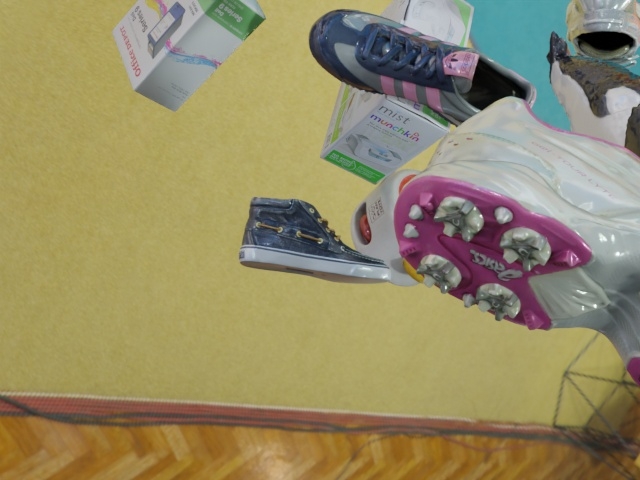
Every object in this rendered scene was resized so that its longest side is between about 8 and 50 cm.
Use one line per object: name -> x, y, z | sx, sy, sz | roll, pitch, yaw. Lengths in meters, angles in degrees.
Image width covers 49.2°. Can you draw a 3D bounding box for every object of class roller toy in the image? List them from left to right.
roller toy -> 0.163, -0.026, 1.278 | 0.146, 0.191, 0.209 | -44, 179, 44

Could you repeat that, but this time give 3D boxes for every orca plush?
orca plush -> 0.267, -0.063, 0.563 | 0.102, 0.287, 0.151 | -4, 124, 0

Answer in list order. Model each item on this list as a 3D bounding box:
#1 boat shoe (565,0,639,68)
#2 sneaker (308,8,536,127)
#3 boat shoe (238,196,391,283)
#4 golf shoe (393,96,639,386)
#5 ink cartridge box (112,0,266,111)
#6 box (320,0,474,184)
boat shoe -> 0.426, -0.315, 1.053 | 0.320, 0.118, 0.103 | 9, 89, -70
sneaker -> 0.144, -0.240, 0.942 | 0.319, 0.131, 0.112 | 17, 84, -14
boat shoe -> 0.000, 0.000, 0.821 | 0.183, 0.065, 0.083 | 10, 77, -13
golf shoe -> 0.200, 0.012, 0.407 | 0.140, 0.306, 0.115 | -58, 176, -38
ink cartridge box -> -0.206, -0.327, 1.066 | 0.212, 0.154, 0.093 | -41, 145, 22
box -> 0.125, -0.266, 1.180 | 0.126, 0.231, 0.262 | 24, 63, -18
